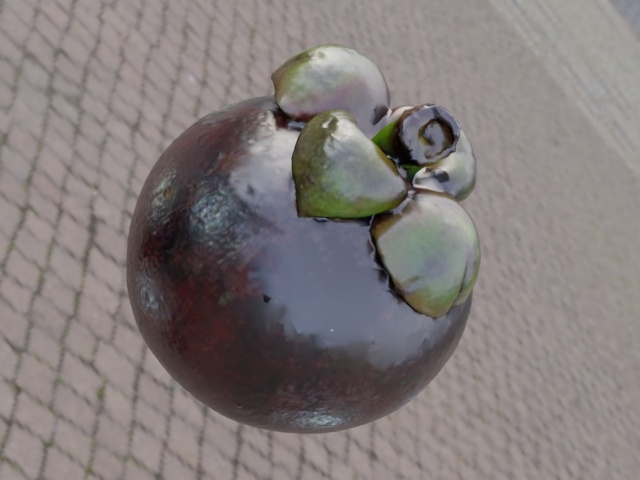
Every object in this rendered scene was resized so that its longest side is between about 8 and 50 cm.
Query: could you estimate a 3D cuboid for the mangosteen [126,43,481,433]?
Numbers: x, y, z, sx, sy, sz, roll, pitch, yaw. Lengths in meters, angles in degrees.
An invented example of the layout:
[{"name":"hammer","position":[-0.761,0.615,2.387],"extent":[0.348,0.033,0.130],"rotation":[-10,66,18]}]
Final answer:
[{"name":"mangosteen","position":[-0.010,0.009,1.055],"extent":[0.300,0.300,0.300],"rotation":[42,25,-25]}]
